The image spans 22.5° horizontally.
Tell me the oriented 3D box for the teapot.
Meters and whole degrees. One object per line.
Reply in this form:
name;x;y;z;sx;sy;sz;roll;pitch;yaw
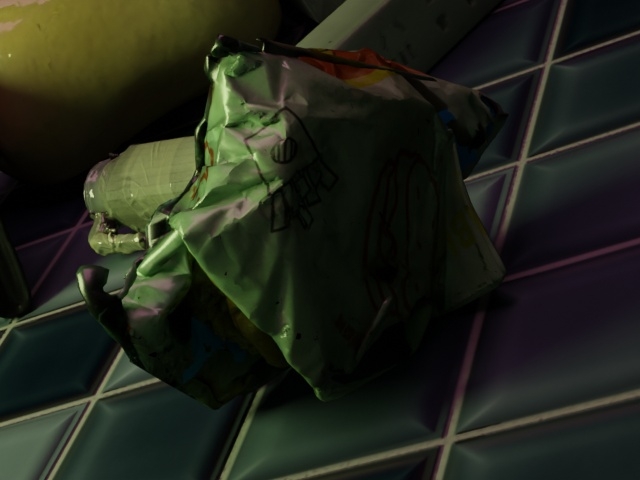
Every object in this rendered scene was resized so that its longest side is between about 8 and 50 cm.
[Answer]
teapot;-0.127;-0.035;1.409;0.200;0.077;0.107;-5;53;44

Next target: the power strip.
power strip;0.074;-0.198;1.479;0.062;0.091;0.385;6;42;45

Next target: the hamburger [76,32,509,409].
hamburger;0.003;0.007;1.031;0.150;0.260;0.276;34;98;38

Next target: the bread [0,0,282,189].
bread;-0.253;-0.239;1.736;0.376;0.253;0.348;-34;27;-6

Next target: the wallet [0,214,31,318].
wallet;-0.383;-0.073;1.578;0.062;0.228;0.406;-23;21;-16

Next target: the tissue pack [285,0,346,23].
tissue pack;-0.025;-0.363;1.786;0.145;0.159;0.229;-38;29;-5
